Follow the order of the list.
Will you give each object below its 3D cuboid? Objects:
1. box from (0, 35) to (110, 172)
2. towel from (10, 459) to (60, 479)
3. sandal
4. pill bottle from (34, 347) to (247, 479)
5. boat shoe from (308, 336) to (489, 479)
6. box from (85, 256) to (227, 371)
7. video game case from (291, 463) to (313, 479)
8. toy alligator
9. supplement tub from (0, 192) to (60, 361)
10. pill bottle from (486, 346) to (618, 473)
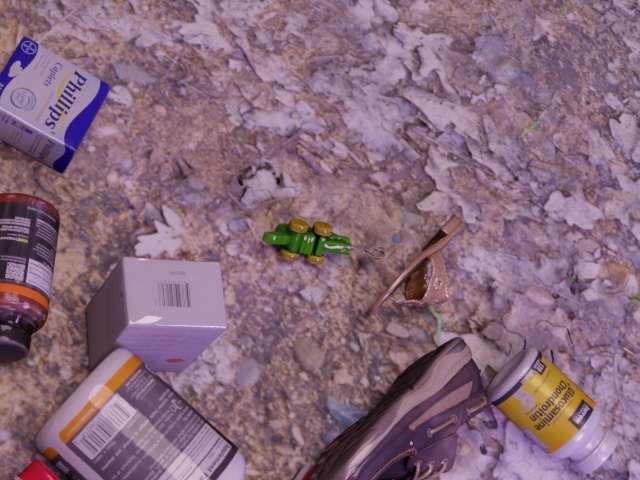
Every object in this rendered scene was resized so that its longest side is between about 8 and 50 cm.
[{"bbox_3d":[-0.373,-0.183,1.827,0.137,0.072,0.126,30,56,-12],"label":"box"},{"bbox_3d":[-0.352,0.404,1.521,0.199,0.031,0.275,47,67,2],"label":"towel"},{"bbox_3d":[0.164,0.053,1.975,0.079,0.088,0.240,41,49,4],"label":"sandal"},{"bbox_3d":[-0.192,0.274,1.629,0.278,0.162,0.162,43,54,-3],"label":"pill bottle"},{"bbox_3d":[0.123,0.265,1.810,0.130,0.132,0.355,52,50,-1],"label":"boat shoe"},{"bbox_3d":[-0.210,0.096,1.705,0.130,0.170,0.091,3,65,-26],"label":"box"},{"bbox_3d":[0.035,0.451,1.739,0.285,0.025,0.204,41,54,-3],"label":"video game case"},{"bbox_3d":[0.000,0.000,1.942,0.190,0.056,0.051,7,22,-24],"label":"toy alligator"},{"bbox_3d":[-0.385,0.047,1.681,0.106,0.106,0.198,14,60,-21],"label":"supplement tub"},{"bbox_3d":[0.336,0.247,1.953,0.184,0.103,0.103,42,54,-2],"label":"pill bottle"}]
